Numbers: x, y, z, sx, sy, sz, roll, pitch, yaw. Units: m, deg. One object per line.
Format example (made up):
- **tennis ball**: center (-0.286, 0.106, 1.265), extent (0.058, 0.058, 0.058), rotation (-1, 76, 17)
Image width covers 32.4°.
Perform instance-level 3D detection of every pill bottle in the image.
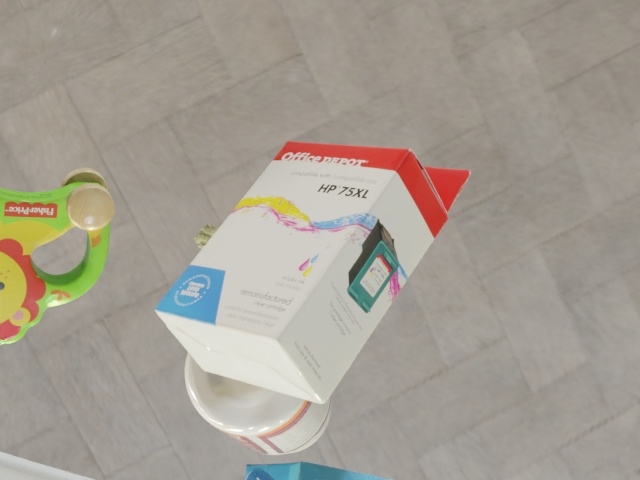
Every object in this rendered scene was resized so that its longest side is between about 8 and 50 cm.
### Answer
- **pill bottle**: center (-0.052, 0.148, 1.099), extent (0.121, 0.221, 0.121), rotation (-2, 72, 7)

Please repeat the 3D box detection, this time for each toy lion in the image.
- **toy lion**: center (-0.158, 0.011, 0.552), extent (0.100, 0.034, 0.096), rotation (1, 113, -21)

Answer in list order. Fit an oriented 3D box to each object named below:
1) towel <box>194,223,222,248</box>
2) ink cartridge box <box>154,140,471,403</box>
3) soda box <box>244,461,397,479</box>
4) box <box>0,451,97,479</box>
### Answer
- **towel**: center (-0.057, 0.009, 1.030), extent (0.110, 0.148, 0.027), rotation (18, 85, -14)
- **ink cartridge box**: center (0.000, 0.000, 0.833), extent (0.231, 0.134, 0.078), rotation (-55, 131, -27)
- **soda box**: center (0.032, 0.238, 0.935), extent (0.210, 0.067, 0.071), rotation (21, 66, -41)
- **box**: center (-0.101, 0.153, 0.337), extent (0.181, 0.181, 0.119), rotation (13, 55, 15)
